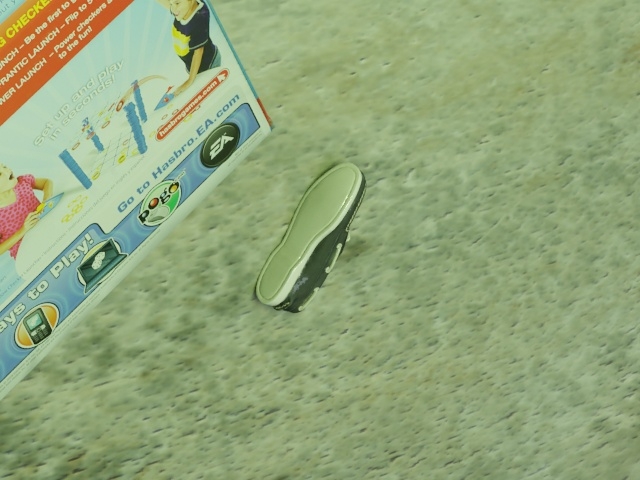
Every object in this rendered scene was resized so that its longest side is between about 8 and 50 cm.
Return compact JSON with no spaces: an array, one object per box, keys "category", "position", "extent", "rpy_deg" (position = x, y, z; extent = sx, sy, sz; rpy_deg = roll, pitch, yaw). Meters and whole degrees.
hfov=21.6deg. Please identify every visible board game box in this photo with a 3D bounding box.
[{"category":"board game box","position":[-0.199,-0.064,0.989],"extent":[0.308,0.086,0.302],"rpy_deg":[-45,148,-13]}]

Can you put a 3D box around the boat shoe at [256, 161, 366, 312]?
[{"category":"boat shoe","position":[0.000,0.000,1.255],"extent":[0.038,0.046,0.125],"rpy_deg":[24,100,-40]}]
